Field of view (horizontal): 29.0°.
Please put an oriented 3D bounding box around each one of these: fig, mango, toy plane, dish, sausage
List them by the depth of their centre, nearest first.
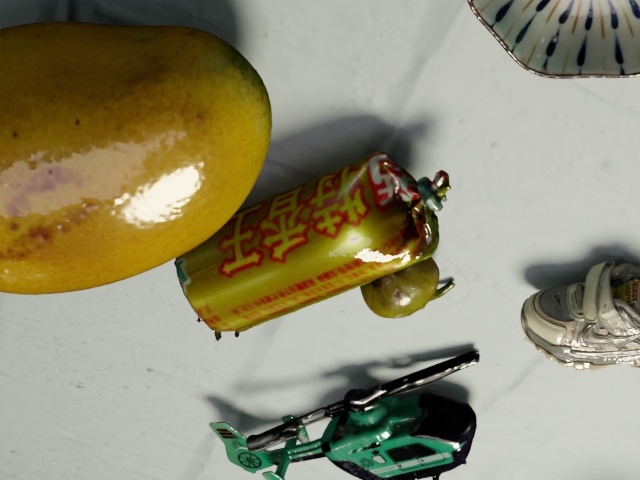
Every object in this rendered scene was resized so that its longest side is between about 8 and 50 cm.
[{"bbox_3d":[0.212,-0.215,0.971,0.191,0.066,0.190,9,139,8],"label":"dish"},{"bbox_3d":[-0.219,-0.081,1.139,0.378,0.221,0.264,-14,127,18],"label":"mango"},{"bbox_3d":[0.000,0.002,1.223,0.317,0.125,0.117,-21,169,34],"label":"sausage"},{"bbox_3d":[0.088,0.048,1.289,0.084,0.082,0.098,-43,136,6],"label":"fig"},{"bbox_3d":[0.046,0.238,1.487,0.382,0.106,0.155,-17,122,32],"label":"toy plane"}]

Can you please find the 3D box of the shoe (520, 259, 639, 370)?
[{"bbox_3d":[0.292,0.072,1.235,0.180,0.089,0.092,6,138,7],"label":"shoe"}]
